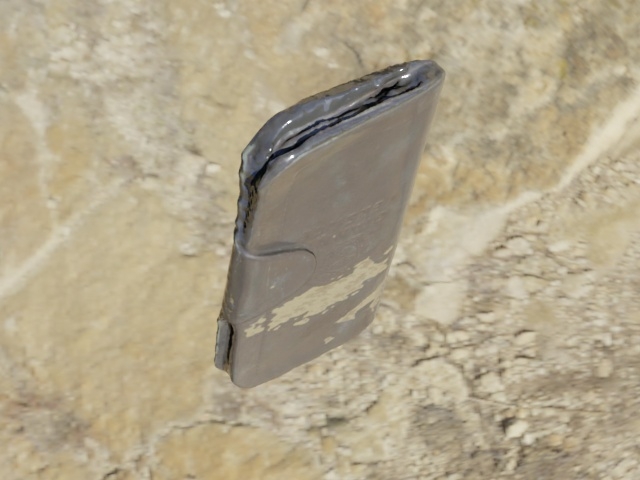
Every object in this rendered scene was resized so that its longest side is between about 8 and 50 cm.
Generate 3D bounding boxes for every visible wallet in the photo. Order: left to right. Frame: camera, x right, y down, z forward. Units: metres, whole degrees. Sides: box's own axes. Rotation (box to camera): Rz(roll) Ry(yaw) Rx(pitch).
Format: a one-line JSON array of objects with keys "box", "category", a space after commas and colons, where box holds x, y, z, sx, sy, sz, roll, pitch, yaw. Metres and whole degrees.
[{"box": [0.000, 0.000, 0.489, 0.018, 0.082, 0.157, 50, 150, 25], "category": "wallet"}]
